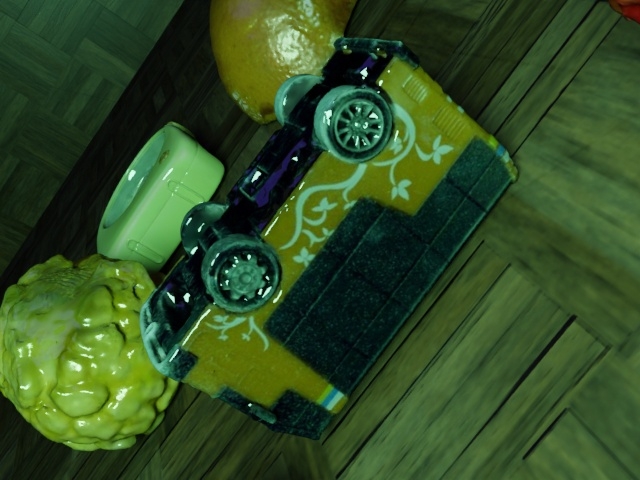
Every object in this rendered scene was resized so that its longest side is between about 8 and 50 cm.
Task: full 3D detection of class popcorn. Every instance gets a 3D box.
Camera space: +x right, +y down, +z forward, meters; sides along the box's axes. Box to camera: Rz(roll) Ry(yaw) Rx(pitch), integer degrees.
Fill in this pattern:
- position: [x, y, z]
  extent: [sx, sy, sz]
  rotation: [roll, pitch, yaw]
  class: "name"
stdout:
- position: [-0.265, 0.117, 0.881]
  extent: [0.250, 0.190, 0.250]
  rotation: [-7, 46, 7]
  class: "popcorn"

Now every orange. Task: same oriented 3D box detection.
- position: [-0.039, -0.323, 1.113]
  extent: [0.274, 0.274, 0.310]
  rotation: [-5, 87, 60]
  class: "orange"

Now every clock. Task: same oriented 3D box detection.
- position: [-0.268, -0.080, 1.239]
  extent: [0.235, 0.096, 0.308]
  rotation: [-55, 25, 9]
  class: "clock"

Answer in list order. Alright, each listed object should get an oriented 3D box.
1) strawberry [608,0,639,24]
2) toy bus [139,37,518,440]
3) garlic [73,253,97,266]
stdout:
- position: [0.211, -0.143, 0.238]
  extent: [0.267, 0.312, 0.351]
  rotation: [117, 145, -41]
  class: "strawberry"
- position: [0.000, 0.000, 0.576]
  extent: [0.275, 0.167, 0.138]
  rotation: [-52, 25, 1]
  class: "toy bus"
- position: [-0.349, 0.108, 1.175]
  extent: [0.206, 0.128, 0.115]
  rotation: [-122, 45, -57]
  class: "garlic"
